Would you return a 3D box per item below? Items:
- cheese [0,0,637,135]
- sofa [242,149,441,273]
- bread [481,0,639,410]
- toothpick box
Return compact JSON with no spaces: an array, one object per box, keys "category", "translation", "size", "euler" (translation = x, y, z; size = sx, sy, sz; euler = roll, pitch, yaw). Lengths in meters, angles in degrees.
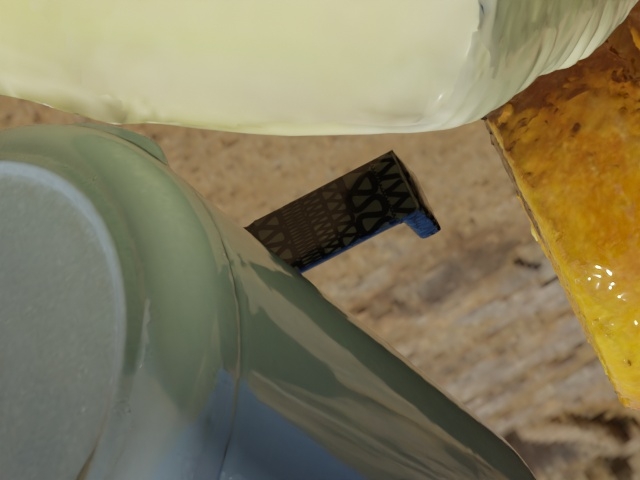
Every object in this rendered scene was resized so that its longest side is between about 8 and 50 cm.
[{"category":"cheese","translation":[-0.027,-0.121,0.499],"size":[0.265,0.242,0.124],"euler":[-34,138,-65]},{"category":"sofa","translation":[0.000,0.000,0.836],"size":[0.118,0.039,0.060],"euler":[-26,164,10]},{"category":"bread","translation":[0.226,-0.024,1.087],"size":[0.172,0.312,0.312],"euler":[-25,161,10]},{"category":"toothpick box","translation":[-0.032,0.137,0.635],"size":[0.263,0.263,0.355],"euler":[-36,138,14]}]
